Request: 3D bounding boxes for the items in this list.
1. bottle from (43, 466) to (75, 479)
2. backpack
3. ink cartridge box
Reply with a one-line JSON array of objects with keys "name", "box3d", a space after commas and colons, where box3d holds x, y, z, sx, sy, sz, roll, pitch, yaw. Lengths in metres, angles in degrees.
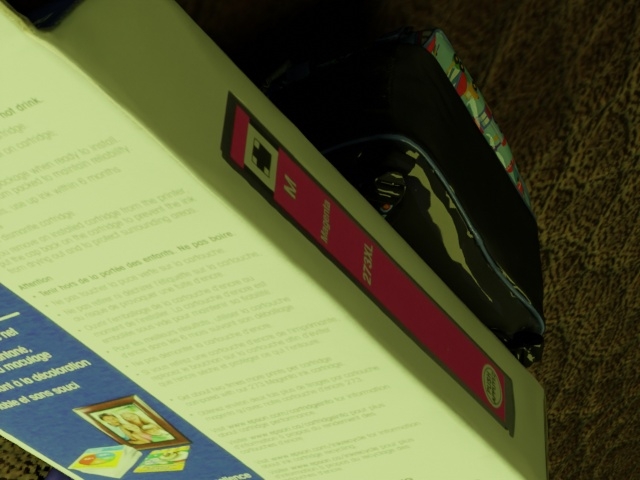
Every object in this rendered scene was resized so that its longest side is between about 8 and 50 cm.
[{"name": "bottle", "box3d": [-0.023, 0.092, 0.706, 0.283, 0.118, 0.092, -41, 150, 6]}, {"name": "backpack", "box3d": [0.000, 0.000, 0.593, 0.173, 0.117, 0.158, -20, 130, 25]}, {"name": "ink cartridge box", "box3d": [-0.074, 0.016, 0.464, 0.176, 0.069, 0.371, -17, 141, 29]}]
